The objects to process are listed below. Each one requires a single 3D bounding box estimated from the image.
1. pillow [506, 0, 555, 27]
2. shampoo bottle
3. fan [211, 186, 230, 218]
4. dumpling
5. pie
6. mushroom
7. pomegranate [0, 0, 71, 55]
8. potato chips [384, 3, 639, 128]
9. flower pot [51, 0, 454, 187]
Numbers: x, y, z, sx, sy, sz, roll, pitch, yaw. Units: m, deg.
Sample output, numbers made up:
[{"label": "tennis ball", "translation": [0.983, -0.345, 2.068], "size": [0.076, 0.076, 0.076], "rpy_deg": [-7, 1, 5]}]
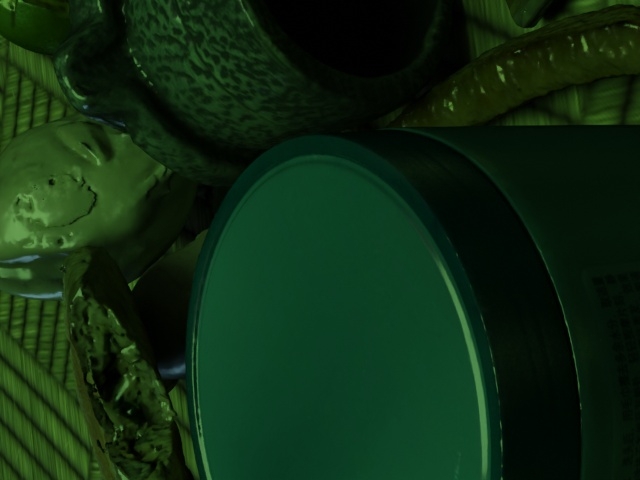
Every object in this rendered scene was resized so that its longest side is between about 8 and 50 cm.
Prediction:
[{"label": "pillow", "translation": [0.171, -0.298, 1.300], "size": [0.208, 0.052, 0.212], "rpy_deg": [-46, 55, 52]}, {"label": "shampoo bottle", "translation": [0.142, 0.090, 1.130], "size": [0.331, 0.343, 0.331], "rpy_deg": [9, 101, 56]}, {"label": "fan", "translation": [0.001, 0.000, 1.616], "size": [0.415, 0.012, 0.233], "rpy_deg": [21, 114, 56]}, {"label": "dumpling", "translation": [-0.228, -0.024, 1.772], "size": [0.243, 0.318, 0.187], "rpy_deg": [45, -149, -73]}, {"label": "pie", "translation": [-0.172, 0.167, 1.592], "size": [0.337, 0.075, 0.337], "rpy_deg": [163, 90, -79]}, {"label": "mushroom", "translation": [-0.123, 0.072, 1.704], "size": [0.350, 0.128, 0.128], "rpy_deg": [-38, 62, 58]}, {"label": "pomegranate", "translation": [-0.211, -0.278, 1.753], "size": [0.302, 0.236, 0.236], "rpy_deg": [24, 118, 16]}, {"label": "potato chips", "translation": [0.152, -0.116, 1.345], "size": [0.407, 0.057, 0.080], "rpy_deg": [-23, 88, 54]}, {"label": "flower pot", "translation": [-0.077, -0.187, 1.459], "size": [0.283, 0.299, 0.299], "rpy_deg": [-18, 78, 51]}]
